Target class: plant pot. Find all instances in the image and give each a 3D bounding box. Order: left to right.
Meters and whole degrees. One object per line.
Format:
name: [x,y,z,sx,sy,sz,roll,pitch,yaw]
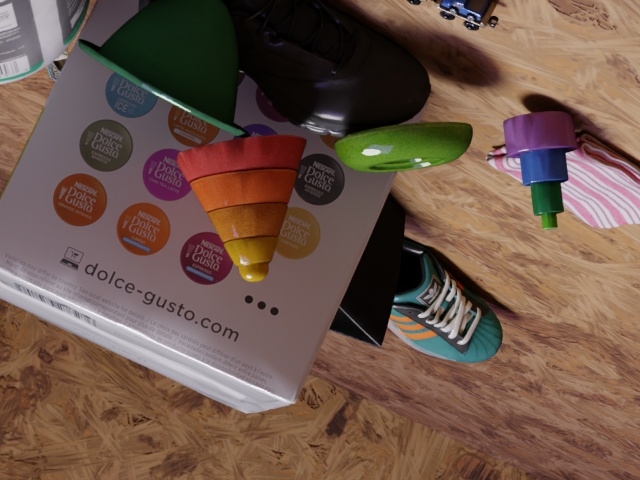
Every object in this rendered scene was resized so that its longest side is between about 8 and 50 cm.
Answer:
plant pot: [0.000,0.000,2.190,0.188,0.167,0.187,20,167,29]

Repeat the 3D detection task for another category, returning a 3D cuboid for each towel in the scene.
towel: [0.259,-0.053,1.774,0.144,0.029,0.197,31,167,-19]

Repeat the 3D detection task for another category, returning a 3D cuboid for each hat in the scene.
hat: [-0.098,-0.209,1.582,0.173,0.184,0.208,29,-176,5]

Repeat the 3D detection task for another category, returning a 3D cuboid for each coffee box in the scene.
coffee box: [-0.131,-0.042,1.877,0.337,0.334,0.338,25,170,-4]

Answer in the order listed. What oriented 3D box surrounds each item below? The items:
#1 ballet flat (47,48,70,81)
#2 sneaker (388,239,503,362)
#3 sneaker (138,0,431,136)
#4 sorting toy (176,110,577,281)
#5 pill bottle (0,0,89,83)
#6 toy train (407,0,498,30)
ballet flat: [-0.322,-0.227,2.209,0.041,0.041,0.114,23,168,13]
sneaker: [0.132,0.076,2.381,0.302,0.108,0.121,32,171,-22]
sneaker: [-0.034,-0.186,1.647,0.286,0.109,0.130,21,158,2]
sorting toy: [0.057,-0.037,1.641,0.365,0.126,0.127,-5,174,-6]
pill bottle: [-0.302,-0.275,1.553,0.204,0.204,0.361,26,167,0]
toy train: [0.073,-0.213,1.487,0.158,0.027,0.036,24,157,8]
